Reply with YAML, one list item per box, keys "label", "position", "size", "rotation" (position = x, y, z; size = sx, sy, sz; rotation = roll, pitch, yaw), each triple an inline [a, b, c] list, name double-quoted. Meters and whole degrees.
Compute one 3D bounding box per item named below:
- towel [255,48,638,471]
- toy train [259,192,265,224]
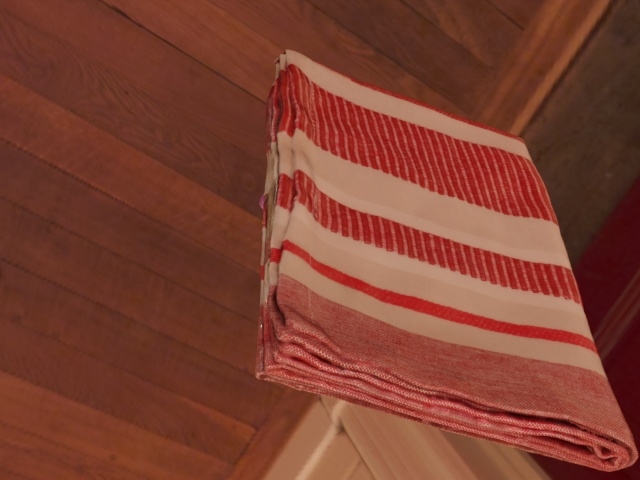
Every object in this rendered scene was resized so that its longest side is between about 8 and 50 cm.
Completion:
- label: "towel"
  position: [0.075, -0.008, 0.649]
  size: [0.237, 0.329, 0.037]
  rotation: [18, 128, -16]
- label: "toy train"
  position: [0.000, 0.000, 0.723]
  size: [0.166, 0.046, 0.125]
  rotation: [-42, 116, -40]
